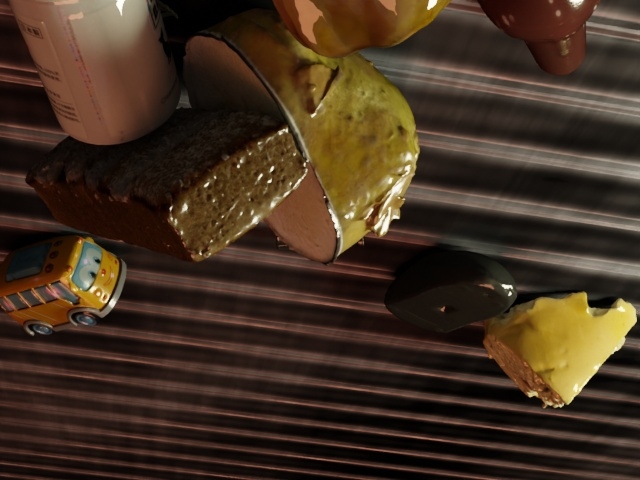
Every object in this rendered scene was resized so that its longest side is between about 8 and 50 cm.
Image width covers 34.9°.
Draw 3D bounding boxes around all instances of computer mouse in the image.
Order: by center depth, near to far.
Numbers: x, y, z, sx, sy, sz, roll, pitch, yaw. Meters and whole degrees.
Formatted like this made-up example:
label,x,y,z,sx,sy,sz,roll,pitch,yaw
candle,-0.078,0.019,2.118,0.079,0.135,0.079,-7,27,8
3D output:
label,x,y,z,sx,sy,sz,roll,pitch,yaw
computer mouse,0.213,0.072,1.620,0.138,0.086,0.270,26,154,-19

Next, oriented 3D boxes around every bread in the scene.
label,x,y,z,sx,sy,sz,roll,pitch,yaw
bread,-0.192,-0.076,1.166,0.417,0.165,0.113,11,139,55
bread,0.397,0.157,1.760,0.211,0.224,0.183,44,163,15

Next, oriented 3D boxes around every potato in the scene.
label,x,y,z,sx,sy,sz,roll,pitch,yaw
potato,-0.009,-0.148,1.169,0.246,0.196,0.299,11,135,55

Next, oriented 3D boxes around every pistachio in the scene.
label,x,y,z,sx,sy,sz,roll,pitch,yaw
pistachio,0.035,-0.300,0.920,0.213,0.163,0.260,-36,129,-10

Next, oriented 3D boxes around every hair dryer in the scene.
label,x,y,z,sx,sy,sz,roll,pitch,yaw
hair dryer,0.316,-0.287,0.957,0.341,0.123,0.312,-26,162,17

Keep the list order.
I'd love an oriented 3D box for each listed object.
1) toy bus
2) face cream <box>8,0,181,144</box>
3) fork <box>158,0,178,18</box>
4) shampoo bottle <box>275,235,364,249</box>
label,x,y,z,sx,sy,sz,roll,pitch,yaw
toy bus,-0.435,0.066,1.673,0.210,0.126,0.136,-14,138,30
face cream,-0.243,-0.271,1.001,0.146,0.145,0.369,1,142,7
fork,-0.248,-0.241,1.194,0.220,0.028,0.034,-14,154,37
shampoo bottle,0.000,0.000,1.582,0.137,0.027,0.048,0,153,9
